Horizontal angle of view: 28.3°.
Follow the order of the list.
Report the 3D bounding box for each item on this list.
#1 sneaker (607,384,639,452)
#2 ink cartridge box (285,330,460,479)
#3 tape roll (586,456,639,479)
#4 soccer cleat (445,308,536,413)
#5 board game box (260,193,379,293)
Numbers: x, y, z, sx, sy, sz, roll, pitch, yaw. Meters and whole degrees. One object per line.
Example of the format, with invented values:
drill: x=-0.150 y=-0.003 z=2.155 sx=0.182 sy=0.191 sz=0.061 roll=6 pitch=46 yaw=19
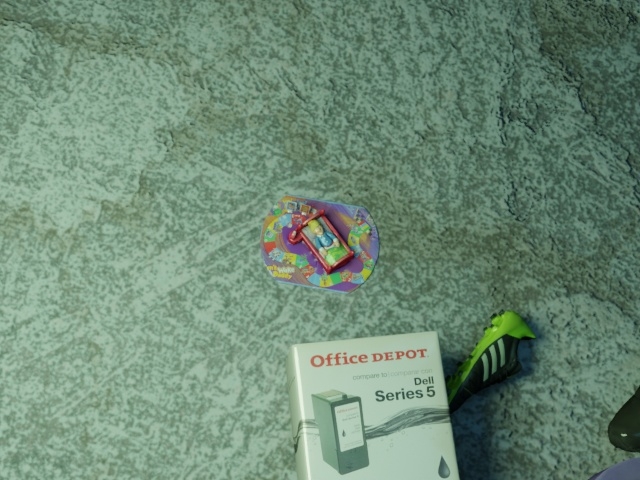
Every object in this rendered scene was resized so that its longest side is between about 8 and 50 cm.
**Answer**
sneaker: x=0.481 y=0.171 z=1.701 sx=0.286 sy=0.109 sz=0.130 roll=-38 pitch=116 yaw=-23
ink cartridge box: x=0.068 y=0.266 z=1.644 sx=0.198 sy=0.115 sz=0.272 roll=-5 pitch=72 yaw=-7
tape roll: x=0.421 y=0.383 z=1.658 sx=0.189 sy=0.080 sz=0.189 roll=2 pitch=72 yaw=-5
soccer cleat: x=0.228 y=0.174 z=1.724 sx=0.072 sy=0.060 sz=0.179 roll=41 pitch=71 yaw=-5
board game box: x=0.000 y=0.000 z=1.773 sx=0.169 sy=0.033 sz=0.133 roll=10 pitch=70 yaw=-2
